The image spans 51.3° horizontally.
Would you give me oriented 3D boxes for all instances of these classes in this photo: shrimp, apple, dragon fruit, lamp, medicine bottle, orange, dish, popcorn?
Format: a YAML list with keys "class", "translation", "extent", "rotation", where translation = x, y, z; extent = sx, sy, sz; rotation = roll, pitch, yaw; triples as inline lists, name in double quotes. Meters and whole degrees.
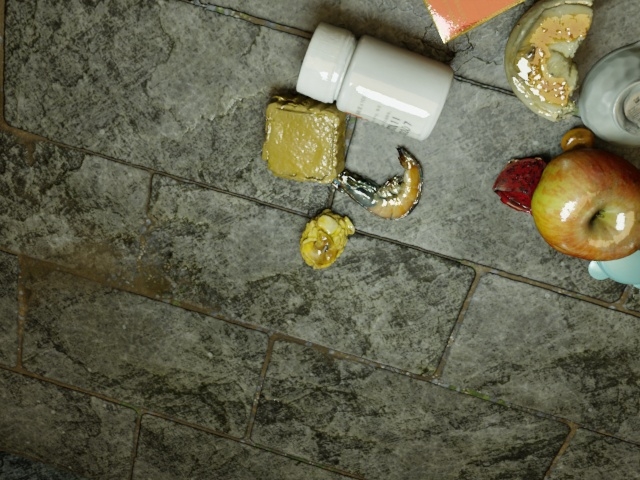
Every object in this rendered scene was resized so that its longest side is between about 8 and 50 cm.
- class: "shrimp"
  translation: [0.165, -0.185, 1.943]
  extent: [0.290, 0.054, 0.222]
  rotation: [26, 119, -2]
- class: "apple"
  translation: [0.698, -0.099, 1.735]
  extent: [0.301, 0.301, 0.301]
  rotation: [5, 117, 9]
- class: "dragon fruit"
  translation: [0.584, -0.148, 1.874]
  extent: [0.161, 0.120, 0.127]
  rotation: [39, 81, -34]
- class: "lamp"
  translation: [0.875, -0.005, 1.842]
  extent: [0.209, 0.147, 0.284]
  rotation: [11, 127, 3]
- class: "medicine bottle"
  translation: [0.140, -0.416, 1.743]
  extent: [0.371, 0.211, 0.211]
  rotation: [21, 119, 0]
- class: "orange"
  translation: [0.692, -0.268, 1.795]
  extent: [0.086, 0.062, 0.086]
  rotation: [4, 130, 4]
- class: "dish"
  translation: [0.813, -0.354, 1.695]
  extent: [0.303, 0.120, 0.303]
  rotation: [5, 118, 9]
- class: "popcorn"
  translation: [0.011, -0.013, 2.018]
  extent: [0.140, 0.163, 0.194]
  rotation: [33, 152, 14]

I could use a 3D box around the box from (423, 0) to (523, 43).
- class: "box"
  translation: [0.385, -0.622, 1.671]
  extent: [0.239, 0.074, 0.153]
  rotation: [-24, 106, 22]

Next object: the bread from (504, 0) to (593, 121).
- class: "bread"
  translation: [0.557, -0.458, 1.662]
  extent: [0.192, 0.171, 0.314]
  rotation: [5, 116, 12]

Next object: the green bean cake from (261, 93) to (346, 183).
- class: "green bean cake"
  translation: [-0.041, -0.290, 1.874]
  extent: [0.224, 0.131, 0.230]
  rotation: [13, 119, 17]
